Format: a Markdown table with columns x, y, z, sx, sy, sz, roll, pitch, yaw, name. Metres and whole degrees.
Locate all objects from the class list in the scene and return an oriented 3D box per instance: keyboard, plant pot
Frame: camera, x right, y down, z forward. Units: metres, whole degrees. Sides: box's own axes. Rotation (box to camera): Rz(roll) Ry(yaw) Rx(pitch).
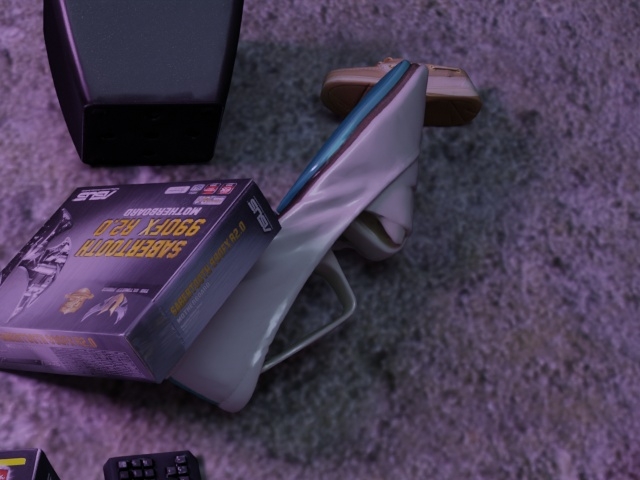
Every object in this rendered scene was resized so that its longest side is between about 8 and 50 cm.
| x | y | z | sx | sy | sz | roll | pitch | yaw | name |
| --- | --- | --- | --- | --- | --- | --- | --- | --- | --- |
| -0.137 | 0.254 | 1.064 | 0.108 | 0.023 | 0.180 | -6 | 56 | -14 | keyboard |
| -0.166 | -0.171 | 1.267 | 0.187 | 0.188 | 0.167 | -1 | 69 | -12 | plant pot |

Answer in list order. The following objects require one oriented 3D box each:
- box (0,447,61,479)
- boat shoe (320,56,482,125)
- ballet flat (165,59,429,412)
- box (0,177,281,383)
| x | y | z | sx | sy | sz | roll | pitch | yaw | name |
| --- | --- | --- | --- | --- | --- | --- | --- | --- | --- |
| -0.330 | 0.257 | 0.932 | 0.270 | 0.060 | 0.216 | -6 | 46 | 8 | box |
| 0.079 | -0.156 | 1.366 | 0.170 | 0.063 | 0.059 | 5 | 52 | -18 | boat shoe |
| 0.000 | 0.000 | 1.216 | 0.139 | 0.139 | 0.400 | 35 | 61 | 14 | ballet flat |
| -0.171 | 0.029 | 1.111 | 0.231 | 0.056 | 0.183 | 0 | 41 | 43 | box |
